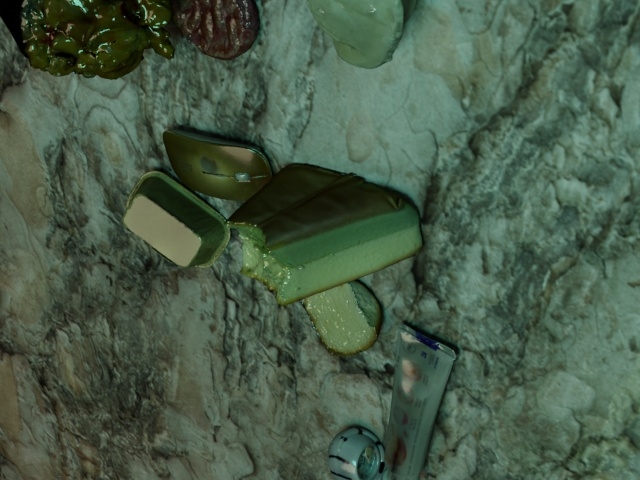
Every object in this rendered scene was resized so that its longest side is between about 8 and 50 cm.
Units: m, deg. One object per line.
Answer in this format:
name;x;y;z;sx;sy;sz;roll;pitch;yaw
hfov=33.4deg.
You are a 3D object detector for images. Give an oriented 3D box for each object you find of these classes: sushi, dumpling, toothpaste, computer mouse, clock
sushi;-0.315;-0.316;1.433;0.204;0.213;0.200;53;168;33
dumpling;0.052;-0.273;1.230;0.176;0.092;0.150;-5;117;44
toothpaste;0.142;0.266;1.644;0.100;0.066;0.323;29;133;26
computer mouse;-0.159;-0.112;1.591;0.199;0.045;0.102;17;135;31
clock;0.056;0.402;1.788;0.080;0.117;0.176;6;126;37

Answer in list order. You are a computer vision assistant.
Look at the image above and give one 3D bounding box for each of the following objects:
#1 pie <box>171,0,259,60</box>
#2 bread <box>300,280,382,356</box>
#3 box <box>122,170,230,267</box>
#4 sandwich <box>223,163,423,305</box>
pie;-0.148;-0.308;1.420;0.154;0.036;0.154;24;136;25
bread;0.037;0.110;1.616;0.129;0.044;0.126;-18;103;50
box;-0.232;-0.028;1.692;0.177;0.111;0.111;37;140;4
sandwich;0.000;0.000;1.441;0.220;0.186;0.108;15;134;31
